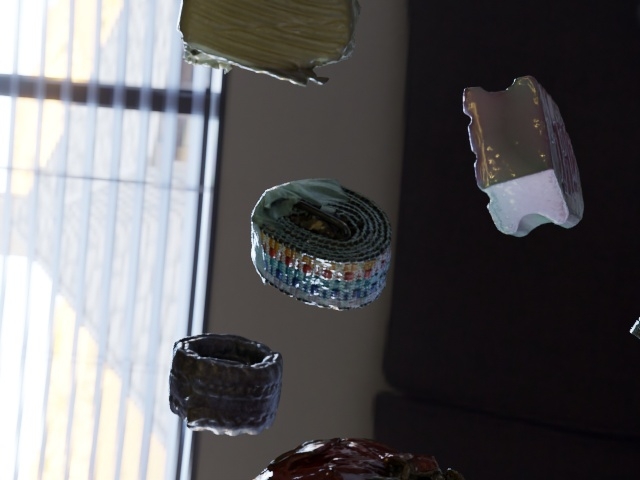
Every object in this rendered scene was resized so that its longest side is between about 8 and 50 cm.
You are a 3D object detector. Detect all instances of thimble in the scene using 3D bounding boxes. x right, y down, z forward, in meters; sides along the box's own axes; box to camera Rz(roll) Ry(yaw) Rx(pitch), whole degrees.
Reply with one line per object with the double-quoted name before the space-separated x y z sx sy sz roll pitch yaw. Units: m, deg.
"thimble" -0.124 0.186 1.544 0.150 0.150 0.097 -73 -7 -77

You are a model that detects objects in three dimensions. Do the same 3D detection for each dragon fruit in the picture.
"dragon fruit" 0.018 0.365 1.368 0.342 0.278 0.277 129 153 -54

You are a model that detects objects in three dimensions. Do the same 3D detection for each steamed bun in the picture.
"steamed bun" -0.088 -0.380 1.936 0.272 0.291 0.273 -170 85 -79

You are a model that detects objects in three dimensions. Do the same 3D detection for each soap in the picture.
"soap" 0.295 -0.106 1.679 0.324 0.109 0.192 12 -111 -72

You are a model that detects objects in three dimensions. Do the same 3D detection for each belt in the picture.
"belt" 0.000 0.000 2.026 0.207 0.258 0.150 -37 -35 -42

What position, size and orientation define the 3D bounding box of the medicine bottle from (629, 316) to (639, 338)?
"medicine bottle" 0.517 0.056 1.641 0.216 0.090 0.090 -56 0 5
